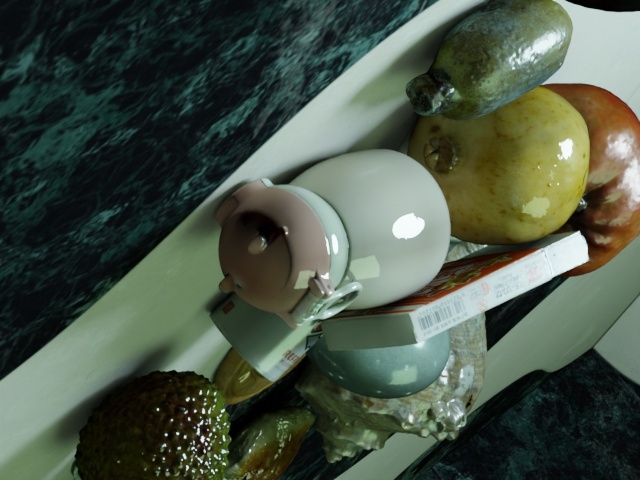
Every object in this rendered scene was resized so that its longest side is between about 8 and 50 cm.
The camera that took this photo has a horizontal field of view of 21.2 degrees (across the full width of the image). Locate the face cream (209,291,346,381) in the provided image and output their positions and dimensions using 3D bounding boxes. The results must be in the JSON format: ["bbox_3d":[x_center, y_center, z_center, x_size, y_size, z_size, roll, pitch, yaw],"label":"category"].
[{"bbox_3d":[-0.003,0.038,1.736,0.214,0.096,0.096,-43,166,3],"label":"face cream"}]

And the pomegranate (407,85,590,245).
[{"bbox_3d":[0.171,-0.081,1.698,0.196,0.196,0.196,-39,165,-12],"label":"pomegranate"}]

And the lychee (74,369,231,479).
[{"bbox_3d":[-0.161,0.207,1.713,0.171,0.171,0.171,-39,165,-12],"label":"lychee"}]

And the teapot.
[{"bbox_3d":[0.085,0.045,1.873,0.183,0.183,0.251,-25,147,-50],"label":"teapot"}]

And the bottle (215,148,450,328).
[{"bbox_3d":[0.000,0.000,1.553,0.236,0.147,0.147,-14,149,-52],"label":"bottle"}]

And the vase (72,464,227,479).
[{"bbox_3d":[-0.119,0.315,1.825,0.143,0.299,0.143,-39,165,-13],"label":"vase"}]

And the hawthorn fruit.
[{"bbox_3d":[0.271,-0.082,1.933,0.224,0.224,0.261,-48,-173,23],"label":"hawthorn fruit"}]

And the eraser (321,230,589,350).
[{"bbox_3d":[0.133,0.050,1.690,0.230,0.038,0.157,-23,-174,-32],"label":"eraser"}]

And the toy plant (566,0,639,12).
[{"bbox_3d":[0.237,-0.299,1.299,0.218,0.175,0.235,-38,139,-44],"label":"toy plant"}]

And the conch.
[{"bbox_3d":[0.127,0.161,2.253,0.352,0.210,0.297,-38,180,-10],"label":"conch"}]

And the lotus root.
[{"bbox_3d":[0.155,-0.165,1.591,0.192,0.088,0.113,-32,169,-35],"label":"lotus root"}]

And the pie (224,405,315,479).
[{"bbox_3d":[-0.081,0.281,2.280,0.193,0.079,0.163,-24,153,-53],"label":"pie"}]

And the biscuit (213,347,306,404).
[{"bbox_3d":[-0.064,0.140,2.005,0.142,0.029,0.221,-42,166,1],"label":"biscuit"}]
